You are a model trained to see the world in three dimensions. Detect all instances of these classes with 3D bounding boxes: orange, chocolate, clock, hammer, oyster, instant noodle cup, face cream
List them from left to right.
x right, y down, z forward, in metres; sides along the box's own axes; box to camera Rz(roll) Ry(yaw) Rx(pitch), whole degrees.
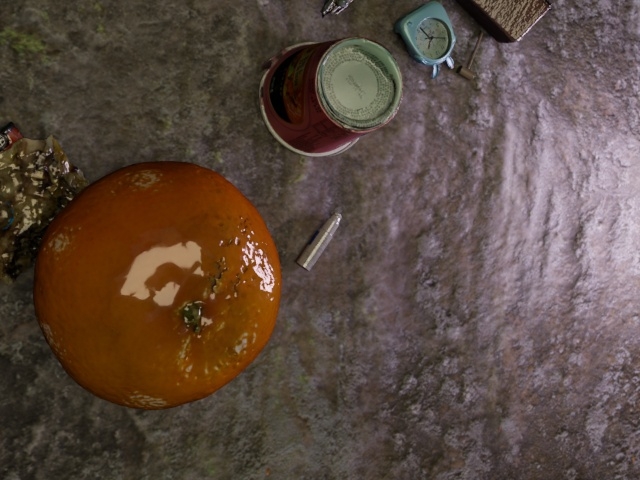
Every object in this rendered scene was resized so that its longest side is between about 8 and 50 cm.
[{"bbox_3d":[-0.490,-0.057,1.328,0.214,0.083,0.222,-34,128,-20],"label":"oyster"},{"bbox_3d":[-0.258,0.082,1.309,0.424,0.326,0.423,-12,113,-30],"label":"orange"},{"bbox_3d":[0.000,0.000,1.573,0.034,0.034,0.130,37,83,-19],"label":"face cream"},{"bbox_3d":[0.030,-0.273,1.446,0.244,0.255,0.243,-1,93,-19],"label":"instant noodle cup"},{"bbox_3d":[0.226,-0.408,1.617,0.108,0.045,0.147,-34,106,-14],"label":"clock"},{"bbox_3d":[0.326,-0.397,1.670,0.036,0.019,0.110,25,83,-21],"label":"hammer"},{"bbox_3d":[0.321,-0.534,1.612,0.321,0.112,0.112,35,90,-20],"label":"chocolate"}]

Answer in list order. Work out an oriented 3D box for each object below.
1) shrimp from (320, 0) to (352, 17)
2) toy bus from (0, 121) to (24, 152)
[{"bbox_3d":[0.070,-0.582,1.539,0.164,0.062,0.316,35,79,-12],"label":"shrimp"},{"bbox_3d":[-0.569,-0.121,1.332,0.174,0.079,0.077,-44,116,-12],"label":"toy bus"}]
